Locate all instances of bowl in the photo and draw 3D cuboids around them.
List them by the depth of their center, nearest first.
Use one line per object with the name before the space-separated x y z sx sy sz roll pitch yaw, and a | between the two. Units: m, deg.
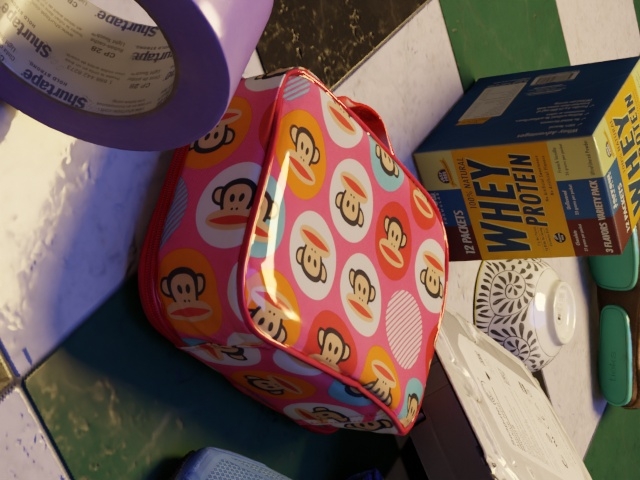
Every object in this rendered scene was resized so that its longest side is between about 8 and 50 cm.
bowl | 0.254 0.086 1.283 0.170 0.080 0.170 6 83 -58

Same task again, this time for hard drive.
hard drive | 0.174 0.187 1.063 0.339 0.064 0.237 35 25 -49

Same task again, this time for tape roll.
tape roll | -0.127 -0.141 0.613 0.189 0.189 0.080 53 45 -40

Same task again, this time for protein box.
protein box | 0.241 -0.088 1.166 0.201 0.200 0.136 -49 126 -47

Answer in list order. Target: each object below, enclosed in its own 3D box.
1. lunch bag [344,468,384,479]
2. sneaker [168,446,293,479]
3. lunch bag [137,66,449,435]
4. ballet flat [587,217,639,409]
lunch bag | 0.043 0.361 0.921 0.293 0.138 0.221 -74 144 -48
sneaker | 0.045 0.232 0.764 0.147 0.330 0.130 -65 175 37
lunch bag | 0.000 0.000 0.860 0.293 0.120 0.258 42 53 -47
ballet flat | 0.459 0.072 1.550 0.124 0.116 0.342 -11 99 -27
